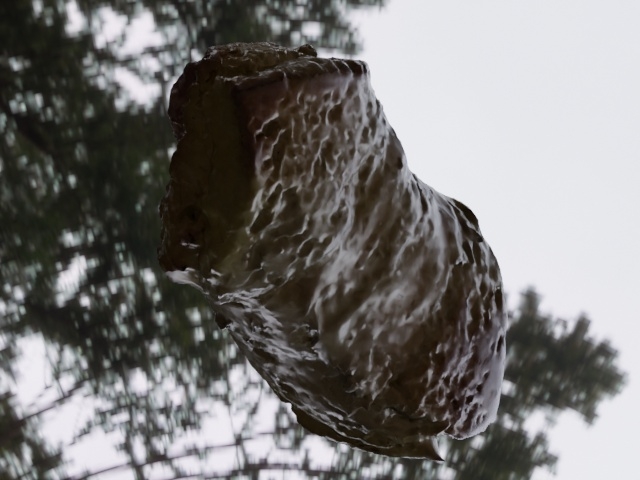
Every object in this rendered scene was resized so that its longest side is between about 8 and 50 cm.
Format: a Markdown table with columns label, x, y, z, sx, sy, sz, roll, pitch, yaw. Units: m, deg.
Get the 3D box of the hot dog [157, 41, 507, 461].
| label | x | y | z | sx | sy | sz | roll | pitch | yaw |
| --- | --- | --- | --- | --- | --- | --- | --- | --- | --- |
| hot dog | -0.001 | 0.001 | 0.438 | 0.061 | 0.169 | 0.078 | 16 | -116 | 36 |
